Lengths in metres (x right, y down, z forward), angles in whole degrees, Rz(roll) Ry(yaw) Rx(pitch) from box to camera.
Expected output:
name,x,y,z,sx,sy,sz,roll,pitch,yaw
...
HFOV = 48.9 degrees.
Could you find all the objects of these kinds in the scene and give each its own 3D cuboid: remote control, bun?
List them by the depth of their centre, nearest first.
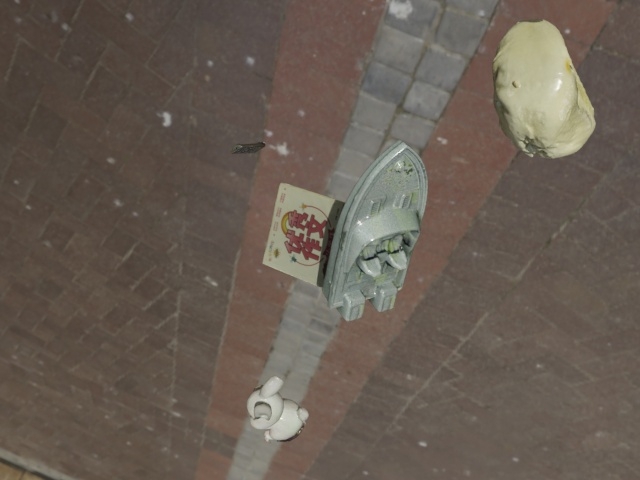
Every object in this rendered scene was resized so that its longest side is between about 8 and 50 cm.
name,x,y,z,sx,sy,sz,roll,pitch,yaw
bun,0.345,-0.233,1.121,0.145,0.229,0.229,-28,124,24
remote control,-0.143,-0.182,1.377,0.034,0.091,0.016,-26,87,26

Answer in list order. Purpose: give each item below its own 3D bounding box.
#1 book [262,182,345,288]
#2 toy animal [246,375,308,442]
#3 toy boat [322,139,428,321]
name,x,y,z,sx,sy,sz,roll,pitch,yaw
book,0.000,0.000,1.277,0.231,0.162,0.022,20,-169,33
toy animal,-0.075,0.261,1.075,0.085,0.071,0.124,-4,145,35
toy boat,0.091,-0.014,1.065,0.141,0.092,0.320,-13,135,-26
